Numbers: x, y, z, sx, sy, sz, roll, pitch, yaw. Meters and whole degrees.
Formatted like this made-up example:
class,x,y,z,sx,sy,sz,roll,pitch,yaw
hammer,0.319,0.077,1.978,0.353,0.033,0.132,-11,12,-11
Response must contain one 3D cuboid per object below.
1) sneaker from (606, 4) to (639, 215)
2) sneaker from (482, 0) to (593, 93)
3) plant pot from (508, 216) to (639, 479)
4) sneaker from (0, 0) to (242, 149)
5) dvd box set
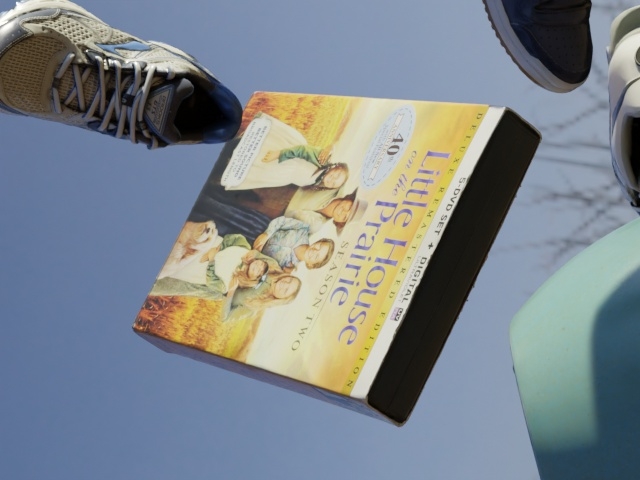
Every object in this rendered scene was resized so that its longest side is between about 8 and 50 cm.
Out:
class,x,y,z,sx,sy,sz,roll,pitch,yaw
sneaker,0.346,-0.070,1.599,0.330,0.122,0.146,60,-151,-47
sneaker,0.217,-0.283,1.433,0.099,0.153,0.282,-12,-96,-39
plant pot,0.244,0.104,0.926,0.293,0.235,0.293,-16,-90,-79
sneaker,-0.083,-0.065,0.665,0.135,0.058,0.052,3,-69,-50
dvd box set,0.000,0.000,1.585,0.062,0.420,0.307,34,-103,-34
